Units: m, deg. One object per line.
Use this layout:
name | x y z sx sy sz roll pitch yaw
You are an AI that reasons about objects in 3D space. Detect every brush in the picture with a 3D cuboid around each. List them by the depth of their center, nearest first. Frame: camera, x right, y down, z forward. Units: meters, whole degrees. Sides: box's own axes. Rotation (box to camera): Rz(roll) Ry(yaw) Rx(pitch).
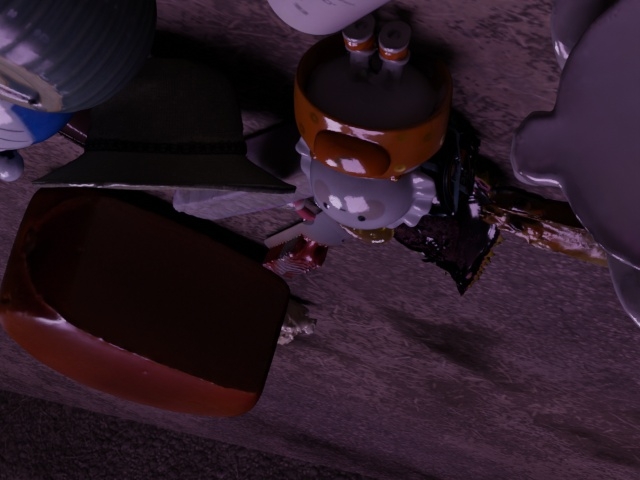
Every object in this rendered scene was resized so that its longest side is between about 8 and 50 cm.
brush | 0.000 0.000 2.071 0.060 0.050 0.321 26 162 -14

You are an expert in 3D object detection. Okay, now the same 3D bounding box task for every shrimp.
shrimp | 0.269 -0.007 1.718 0.248 0.068 0.150 19 170 -26

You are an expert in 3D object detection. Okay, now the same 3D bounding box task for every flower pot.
flower pot | -0.247 -0.204 1.439 0.189 0.157 0.243 4 158 45

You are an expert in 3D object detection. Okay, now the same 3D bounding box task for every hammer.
hammer | -0.029 -0.041 1.985 0.052 0.031 0.083 11 165 32

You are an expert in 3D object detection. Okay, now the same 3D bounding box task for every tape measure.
tape measure | 0.113 -0.070 1.609 0.054 0.094 0.091 7 162 30

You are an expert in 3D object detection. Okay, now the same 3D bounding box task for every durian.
durian | 0.114 -0.047 1.735 0.186 0.119 0.108 37 -167 -41

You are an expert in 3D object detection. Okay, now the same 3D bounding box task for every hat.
hat | -0.149 -0.112 1.665 0.257 0.130 0.257 2 -179 0

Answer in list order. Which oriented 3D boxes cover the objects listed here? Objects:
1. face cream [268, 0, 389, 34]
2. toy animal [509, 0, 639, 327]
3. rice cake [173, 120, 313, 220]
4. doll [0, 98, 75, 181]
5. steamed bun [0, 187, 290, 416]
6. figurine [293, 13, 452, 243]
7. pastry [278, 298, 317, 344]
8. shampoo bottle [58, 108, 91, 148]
face cream | 0.055 -0.220 1.170 0.092 0.092 0.311 23 163 -19
toy animal | 0.254 -0.072 1.271 0.206 0.272 0.265 -15 179 14
rice cake | -0.058 -0.077 1.825 0.064 0.070 0.399 20 165 -26
doll | -0.335 -0.161 1.666 0.257 0.161 0.215 -20 99 57
steamed bun | -0.245 0.087 2.281 0.379 0.235 0.248 23 158 -23
figurine | 0.045 -0.093 1.520 0.143 0.143 0.271 15 156 12
pastry | -0.129 0.113 2.540 0.121 0.089 0.258 41 152 -27
shampoo bottle | -0.242 -0.131 1.857 0.236 0.068 0.067 31 160 -33
